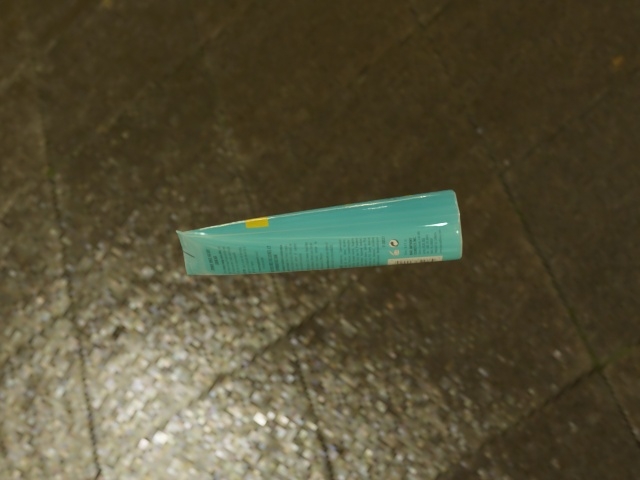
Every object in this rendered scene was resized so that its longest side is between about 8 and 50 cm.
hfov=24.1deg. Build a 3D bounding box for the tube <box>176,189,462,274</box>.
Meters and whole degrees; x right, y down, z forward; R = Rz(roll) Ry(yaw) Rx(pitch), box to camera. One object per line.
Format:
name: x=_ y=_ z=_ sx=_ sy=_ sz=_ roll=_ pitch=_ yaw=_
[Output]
tube: x=0.000 y=0.000 z=1.111 sx=0.207 sy=0.080 sz=0.052 roll=-7 pitch=61 yaw=-1
